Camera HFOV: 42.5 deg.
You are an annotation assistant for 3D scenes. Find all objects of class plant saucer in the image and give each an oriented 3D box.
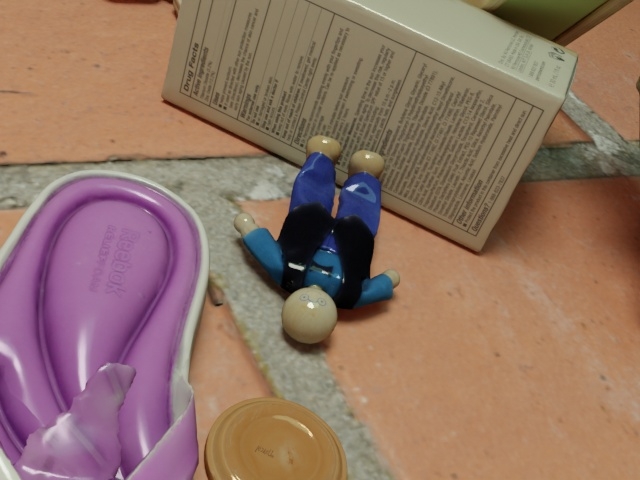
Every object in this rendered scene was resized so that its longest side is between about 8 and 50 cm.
[{"bbox_3d":[-0.024,0.123,0.468,0.083,0.013,0.083,13,38,-10],"label":"plant saucer"}]

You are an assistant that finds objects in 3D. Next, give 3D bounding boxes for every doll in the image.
[{"bbox_3d":[0.000,0.000,0.601,0.129,0.046,0.189,18,44,-7],"label":"doll"}]

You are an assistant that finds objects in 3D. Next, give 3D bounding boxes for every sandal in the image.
[{"bbox_3d":[-0.126,0.083,0.394,0.169,0.102,0.416,8,40,-16],"label":"sandal"}]

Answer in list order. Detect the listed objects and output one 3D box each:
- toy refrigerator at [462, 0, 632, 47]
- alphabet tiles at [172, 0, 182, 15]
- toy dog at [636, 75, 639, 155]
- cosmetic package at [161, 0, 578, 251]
[{"bbox_3d":[0.167,-0.212,0.764,0.102,0.269,0.094,9,79,-16],"label":"toy refrigerator"},{"bbox_3d":[-0.134,-0.331,0.916,0.277,0.021,0.284,-10,58,-33],"label":"alphabet tiles"},{"bbox_3d":[0.460,-0.075,0.618,0.407,0.285,0.396,-2,59,20],"label":"toy dog"},{"bbox_3d":[0.037,-0.138,0.695,0.309,0.160,0.113,28,37,7],"label":"cosmetic package"}]
